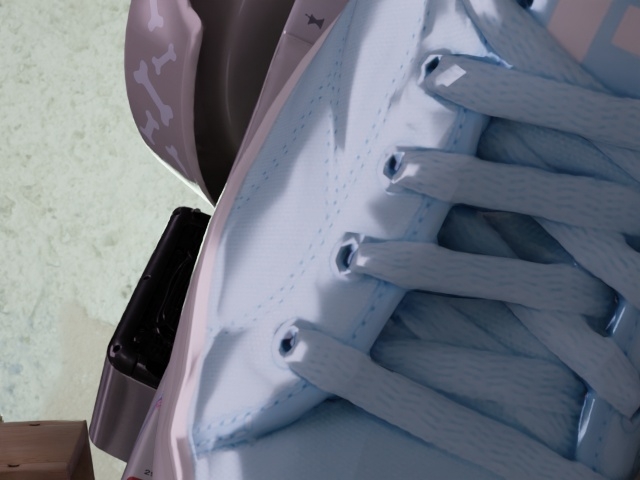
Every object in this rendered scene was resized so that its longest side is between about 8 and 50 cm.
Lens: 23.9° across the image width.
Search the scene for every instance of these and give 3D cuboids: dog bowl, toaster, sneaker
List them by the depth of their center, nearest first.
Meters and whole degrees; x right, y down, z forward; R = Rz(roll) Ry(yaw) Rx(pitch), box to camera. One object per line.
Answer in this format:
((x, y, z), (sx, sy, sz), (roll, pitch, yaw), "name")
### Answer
((0.056, -0.041, 0.374), (0.150, 0.135, 0.366), (113, 177, -71), "sneaker")
((-0.058, 0.088, 1.050), (0.185, 0.168, 0.110), (-71, 2, -47), "toaster")
((-0.028, -0.182, 1.294), (0.349, 0.102, 0.348), (-34, -44, -41), "dog bowl")

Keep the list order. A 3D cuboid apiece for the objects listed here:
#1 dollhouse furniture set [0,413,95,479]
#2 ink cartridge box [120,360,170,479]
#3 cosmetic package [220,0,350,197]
((-0.212, 0.318, 0.803), (0.303, 0.174, 0.355), (-81, -12, -68), "dollhouse furniture set")
((-0.048, 0.144, 0.854), (0.175, 0.127, 0.072), (-74, 8, -53), "ink cartridge box")
((0.041, -0.132, 1.062), (0.224, 0.138, 0.224), (114, 176, -56), "cosmetic package")
